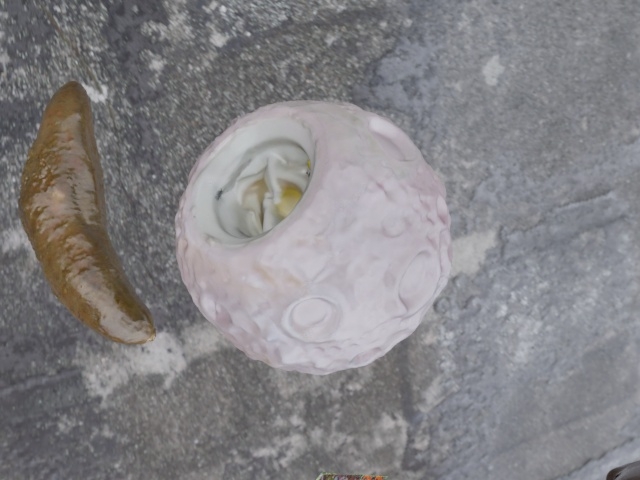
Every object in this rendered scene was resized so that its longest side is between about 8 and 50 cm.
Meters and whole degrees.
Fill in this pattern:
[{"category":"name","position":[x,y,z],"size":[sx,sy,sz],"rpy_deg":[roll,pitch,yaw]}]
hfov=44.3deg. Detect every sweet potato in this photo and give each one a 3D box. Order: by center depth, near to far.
[{"category":"sweet potato","position":[-0.285,-0.030,0.899],"size":[0.114,0.341,0.092],"rpy_deg":[-18,160,-5]}]

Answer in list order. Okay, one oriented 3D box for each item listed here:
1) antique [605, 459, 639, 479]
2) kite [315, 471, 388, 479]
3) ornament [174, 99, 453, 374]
[{"category":"antique","position":[0.501,0.353,1.039],"size":[0.223,0.278,0.129],"rpy_deg":[-10,79,-18]},{"category":"kite","position":[-0.005,0.256,0.755],"size":[0.222,0.008,0.125],"rpy_deg":[-27,141,-31]},{"category":"ornament","position":[0.000,0.000,0.737],"size":[0.259,0.259,0.225],"rpy_deg":[-44,137,3]}]
